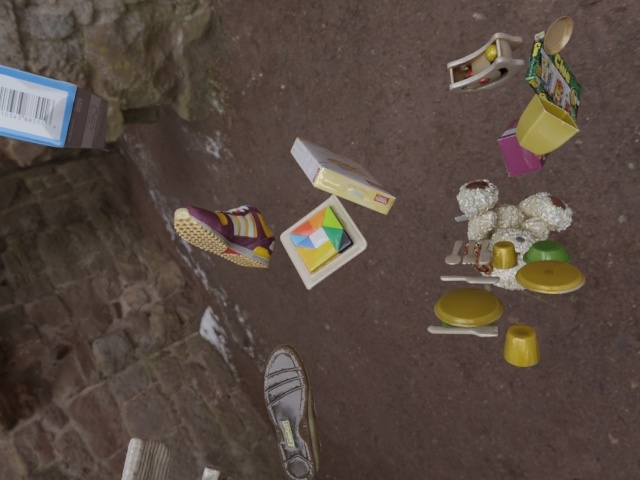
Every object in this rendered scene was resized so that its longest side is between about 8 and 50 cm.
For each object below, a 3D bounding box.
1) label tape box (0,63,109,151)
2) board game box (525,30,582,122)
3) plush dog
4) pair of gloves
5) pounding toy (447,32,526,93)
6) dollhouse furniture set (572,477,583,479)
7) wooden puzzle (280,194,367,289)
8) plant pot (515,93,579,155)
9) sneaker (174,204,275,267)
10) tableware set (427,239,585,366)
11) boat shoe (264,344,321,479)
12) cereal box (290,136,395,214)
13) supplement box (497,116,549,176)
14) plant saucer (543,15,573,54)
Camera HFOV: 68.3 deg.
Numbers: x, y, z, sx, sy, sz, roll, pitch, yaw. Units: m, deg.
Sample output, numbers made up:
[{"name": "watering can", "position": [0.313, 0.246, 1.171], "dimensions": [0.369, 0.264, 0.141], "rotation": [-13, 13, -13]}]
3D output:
[{"name": "label tape box", "position": [-0.524, -0.238, 0.840], "dimensions": [0.334, 0.241, 0.105], "rotation": [-142, 65, -73]}, {"name": "board game box", "position": [0.611, -0.407, 1.227], "dimensions": [0.030, 0.260, 0.136], "rotation": [-1, 70, 48]}, {"name": "plush dog", "position": [0.418, 0.012, 1.075], "dimensions": [0.263, 0.225, 0.210], "rotation": [13, 139, -2]}, {"name": "pair of gloves", "position": [-0.194, 0.399, 0.638], "dimensions": [0.042, 0.204, 0.240], "rotation": [-12, 137, 29]}, {"name": "pounding toy", "position": [0.440, -0.507, 1.315], "dimensions": [0.269, 0.154, 0.154], "rotation": [150, 115, -81]}, {"name": "dollhouse furniture set", "position": [0.722, 0.627, 0.956], "dimensions": [0.374, 0.152, 0.201], "rotation": [-1, 83, 34]}, {"name": "wooden puzzle", "position": [0.000, 0.000, 1.454], "dimensions": [0.044, 0.239, 0.220], "rotation": [30, -155, -57]}, {"name": "plant pot", "position": [0.429, -0.216, 0.915], "dimensions": [0.082, 0.081, 0.083], "rotation": [24, 129, -11]}, {"name": "sneaker", "position": [-0.135, -0.023, 0.690], "dimensions": [0.070, 0.083, 0.185], "rotation": [0, 158, 31]}, {"name": "tableware set", "position": [0.145, 0.039, 0.362], "dimensions": [0.104, 0.154, 0.024], "rotation": [-1, 114, 23]}, {"name": "boat shoe", "position": [-0.035, 0.240, 0.680], "dimensions": [0.068, 0.072, 0.189], "rotation": [-6, 90, 19]}, {"name": "cereal box", "position": [0.041, -0.145, 1.013], "dimensions": [0.047, 0.173, 0.240], "rotation": [-63, 25, 18]}, {"name": "supplement box", "position": [0.523, -0.248, 1.198], "dimensions": [0.081, 0.188, 0.104], "rotation": [-11, 110, 39]}, {"name": "plant saucer", "position": [0.539, -0.470, 1.080], "dimensions": [0.015, 0.084, 0.083], "rotation": [51, 152, 44]}]
